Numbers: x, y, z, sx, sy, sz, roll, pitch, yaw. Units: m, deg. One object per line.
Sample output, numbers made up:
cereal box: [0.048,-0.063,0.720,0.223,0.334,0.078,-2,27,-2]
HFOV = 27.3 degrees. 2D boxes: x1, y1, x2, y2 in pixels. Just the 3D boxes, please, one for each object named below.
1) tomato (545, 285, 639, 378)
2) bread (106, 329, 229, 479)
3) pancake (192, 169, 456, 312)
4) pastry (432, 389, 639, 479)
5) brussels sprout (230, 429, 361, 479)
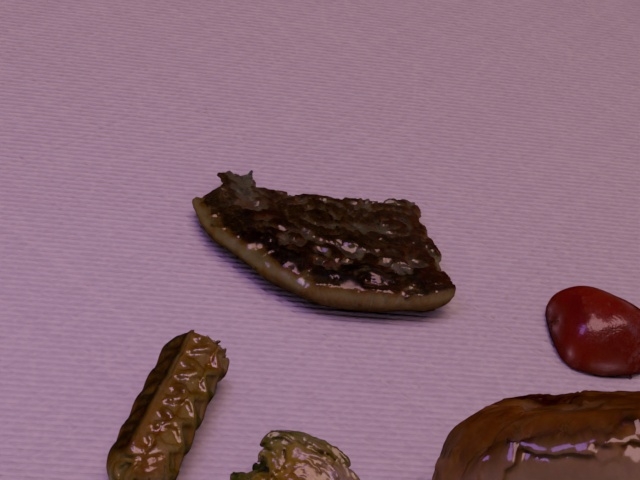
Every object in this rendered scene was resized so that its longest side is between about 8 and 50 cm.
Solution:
tomato: [0.446,0.126,2.047,0.174,0.082,0.166,4,40,-8]
bread: [-0.203,0.231,1.747,0.098,0.087,0.269,18,40,4]
pancake: [0.000,0.003,2.099,0.427,0.066,0.305,10,33,-2]
pastry: [0.339,0.316,1.630,0.410,0.245,0.409,-5,-1,0]
brussels sprout: [-0.027,0.321,1.689,0.181,0.100,0.139,21,51,7]
